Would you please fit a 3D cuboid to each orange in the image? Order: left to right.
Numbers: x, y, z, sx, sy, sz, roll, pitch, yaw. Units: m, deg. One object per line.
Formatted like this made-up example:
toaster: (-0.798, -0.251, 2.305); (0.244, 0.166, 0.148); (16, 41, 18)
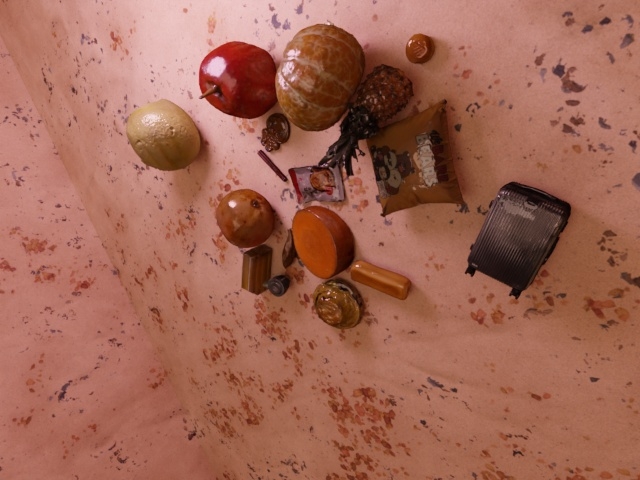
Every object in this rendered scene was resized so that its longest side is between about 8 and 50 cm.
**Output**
orange: (-0.005, -0.506, 1.320); (0.249, 0.329, 0.329); (32, 128, -3)

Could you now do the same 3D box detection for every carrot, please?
carrot: (0.000, 0.000, 1.694); (0.307, 0.100, 0.258); (56, 134, 15)

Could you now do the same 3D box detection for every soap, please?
soap: (-0.296, 0.146, 1.945); (0.073, 0.140, 0.232); (27, 123, 31)

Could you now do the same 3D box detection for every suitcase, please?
suitcase: (0.564, -0.001, 1.217); (0.202, 0.128, 0.312); (30, 124, 25)

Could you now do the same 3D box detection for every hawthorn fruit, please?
hawthorn fruit: (-0.316, -0.572, 1.535); (0.287, 0.330, 0.287); (25, 135, 28)

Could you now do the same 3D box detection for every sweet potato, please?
sweet potato: (-0.135, 0.040, 1.826); (0.059, 0.068, 0.206); (12, 112, 7)

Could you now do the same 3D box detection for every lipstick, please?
lipstick: (-0.200, -0.310, 1.754); (0.176, 0.027, 0.027); (48, 130, 10)

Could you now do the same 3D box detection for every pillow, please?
pillow: (0.287, -0.243, 1.333); (0.312, 0.119, 0.310); (-8, 96, 43)

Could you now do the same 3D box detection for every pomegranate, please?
pomegranate: (-0.330, -0.082, 1.819); (0.252, 0.229, 0.270); (49, 136, 12)

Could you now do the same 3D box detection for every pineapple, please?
pineapple: (0.128, -0.363, 1.301); (0.165, 0.165, 0.365); (40, 99, 18)

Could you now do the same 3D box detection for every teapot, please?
teapot: (-0.193, 0.191, 1.917); (0.124, 0.090, 0.092); (29, 123, 19)

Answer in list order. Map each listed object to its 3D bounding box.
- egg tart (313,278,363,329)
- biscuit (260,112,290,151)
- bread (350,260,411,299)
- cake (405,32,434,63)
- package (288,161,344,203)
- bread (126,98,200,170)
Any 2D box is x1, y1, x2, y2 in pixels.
egg tart: (0.061, 0.276, 1.748); (0.240, 0.106, 0.241); (13, 117, 29)
biscuit: (-0.185, -0.430, 1.690); (0.124, 0.026, 0.175); (53, 131, 9)
bread: (0.227, 0.142, 1.577); (0.239, 0.074, 0.093); (21, 136, 32)
cake: (0.295, -0.567, 1.245); (0.084, 0.044, 0.084); (14, 115, 33)
package: (-0.016, -0.221, 1.643); (0.239, 0.030, 0.154); (0, 110, 37)
bread: (-0.704, -0.465, 1.900); (0.237, 0.320, 0.321); (55, 134, 31)
